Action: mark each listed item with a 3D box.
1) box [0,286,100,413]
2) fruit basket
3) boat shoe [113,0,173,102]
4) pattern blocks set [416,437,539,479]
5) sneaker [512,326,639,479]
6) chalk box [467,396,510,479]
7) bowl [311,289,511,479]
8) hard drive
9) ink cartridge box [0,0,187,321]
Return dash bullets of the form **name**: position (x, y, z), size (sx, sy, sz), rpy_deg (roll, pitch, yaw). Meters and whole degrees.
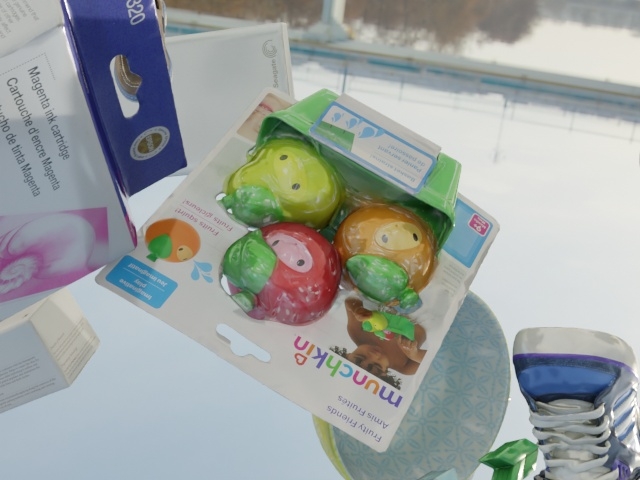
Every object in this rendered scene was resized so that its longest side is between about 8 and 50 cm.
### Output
- **box**: position (-0.313, 0.115, 1.002), size (0.101, 0.087, 0.102), rpy_deg (-22, -162, 16)
- **fruit basket**: position (0.000, 0.000, 0.977), size (0.327, 0.165, 0.353), rpy_deg (31, -135, 7)
- **boat shoe**: position (-0.207, -0.234, 1.055), size (0.066, 0.066, 0.183), rpy_deg (-9, -128, -4)
- **pattern blocks set**: position (0.141, 0.296, 0.603), size (0.026, 0.324, 0.285), rpy_deg (-20, 164, 36)
- **sneaker**: position (0.299, 0.250, 1.063), size (0.130, 0.236, 0.323), rpy_deg (-3, 155, 27)
- **chalk box**: position (0.225, 0.290, 1.593), size (0.132, 0.213, 0.132), rpy_deg (27, -172, 32)
- **bowl**: position (0.091, 0.184, 1.220), size (0.289, 0.289, 0.156), rpy_deg (-3, -172, -32)
- **hard drive**: position (-0.219, -0.228, 1.574), size (0.353, 0.233, 0.047), rpy_deg (-5, -171, 11)
- **ink cartridge box**: position (-0.252, -0.053, 0.757), size (0.330, 0.324, 0.071), rpy_deg (-30, -114, -15)
